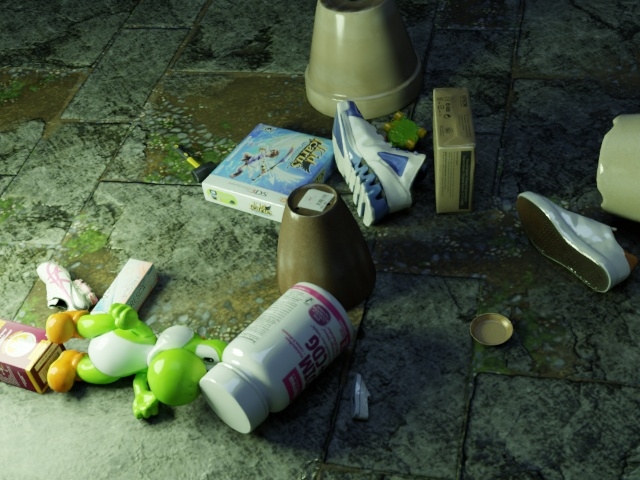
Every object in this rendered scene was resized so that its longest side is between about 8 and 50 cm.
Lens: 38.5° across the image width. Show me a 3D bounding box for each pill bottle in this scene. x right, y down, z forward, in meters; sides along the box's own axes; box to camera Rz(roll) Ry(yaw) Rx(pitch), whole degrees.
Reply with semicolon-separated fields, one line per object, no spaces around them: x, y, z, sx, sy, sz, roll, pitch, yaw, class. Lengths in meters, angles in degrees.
-0.083;0.222;1.738;0.160;0.160;0.283;27;54;33;pill bottle

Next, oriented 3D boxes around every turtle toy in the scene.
0.194;-0.251;2.264;0.095;0.066;0.130;39;60;12;turtle toy

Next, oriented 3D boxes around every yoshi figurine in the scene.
-0.357;0.234;1.771;0.362;0.203;0.203;4;60;11;yoshi figurine

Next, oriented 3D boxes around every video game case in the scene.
-0.113;-0.170;2.240;0.244;0.061;0.269;17;49;25;video game case

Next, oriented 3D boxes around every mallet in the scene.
-0.322;-0.208;2.343;0.062;0.039;0.189;-24;40;-15;mallet

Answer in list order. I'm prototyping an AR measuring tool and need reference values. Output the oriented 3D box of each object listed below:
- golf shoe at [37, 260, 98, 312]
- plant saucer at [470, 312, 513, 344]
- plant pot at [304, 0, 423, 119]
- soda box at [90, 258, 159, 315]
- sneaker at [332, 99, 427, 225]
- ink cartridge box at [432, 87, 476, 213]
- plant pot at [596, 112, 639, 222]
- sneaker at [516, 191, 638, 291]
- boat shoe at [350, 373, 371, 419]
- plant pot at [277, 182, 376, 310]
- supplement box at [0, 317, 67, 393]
-0.578;0.106;2.024;0.186;0.067;0.086;29;56;34;golf shoe
0.338;0.179;1.812;0.084;0.015;0.083;-5;43;5;plant saucer
0.101;-0.522;2.419;0.323;0.280;0.323;-6;43;6;plant pot
-0.423;0.123;1.984;0.063;0.058;0.183;10;45;20;soda box
0.148;-0.182;2.150;0.182;0.127;0.315;-11;61;-14;sneaker
0.304;-0.208;2.104;0.088;0.193;0.234;-2;44;5;ink cartridge box
0.753;-0.141;1.889;0.306;0.333;0.334;9;45;35;plant pot
0.538;-0.010;1.927;0.123;0.105;0.290;-24;53;-25;sneaker
0.078;0.295;1.728;0.035;0.035;0.100;16;38;-12;boat shoe
0.000;0.000;1.910;0.216;0.230;0.215;-5;42;5;plant pot
-0.630;0.232;1.887;0.188;0.080;0.104;11;47;22;supplement box
